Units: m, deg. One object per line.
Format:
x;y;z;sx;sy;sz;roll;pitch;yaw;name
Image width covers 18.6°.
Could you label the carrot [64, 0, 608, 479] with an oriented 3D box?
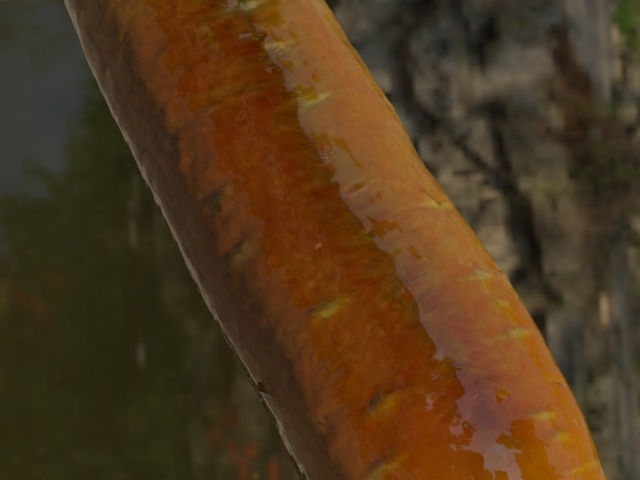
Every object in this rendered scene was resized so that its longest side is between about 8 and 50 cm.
0.000;0.000;0.464;0.225;0.067;0.067;60;5;17;carrot
